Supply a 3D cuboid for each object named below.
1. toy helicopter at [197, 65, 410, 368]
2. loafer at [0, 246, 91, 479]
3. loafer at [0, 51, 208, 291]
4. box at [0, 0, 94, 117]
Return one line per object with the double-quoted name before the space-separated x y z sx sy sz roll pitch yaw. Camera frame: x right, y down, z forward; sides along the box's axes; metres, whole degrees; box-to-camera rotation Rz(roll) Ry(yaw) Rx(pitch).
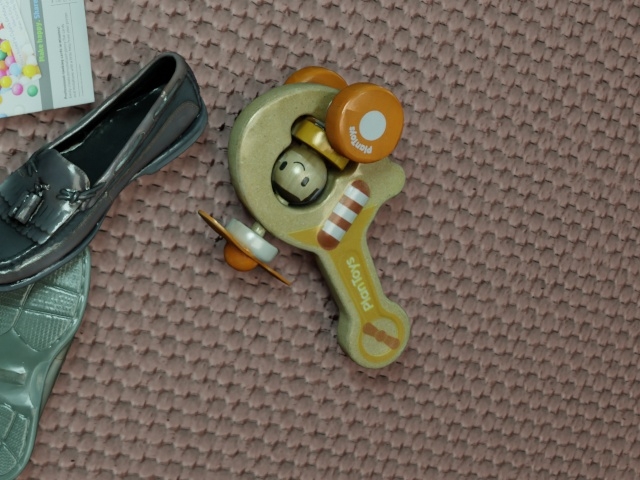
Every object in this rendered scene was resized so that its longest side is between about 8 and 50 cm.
"toy helicopter" 0.000 0.000 1.765 0.235 0.140 0.355 -33 119 -19
"loafer" -0.301 0.113 1.655 0.096 0.084 0.267 18 88 -2
"loafer" -0.237 -0.077 1.606 0.302 0.109 0.095 -43 152 -23
"box" -0.319 -0.193 1.583 0.186 0.038 0.145 -12 107 -27
